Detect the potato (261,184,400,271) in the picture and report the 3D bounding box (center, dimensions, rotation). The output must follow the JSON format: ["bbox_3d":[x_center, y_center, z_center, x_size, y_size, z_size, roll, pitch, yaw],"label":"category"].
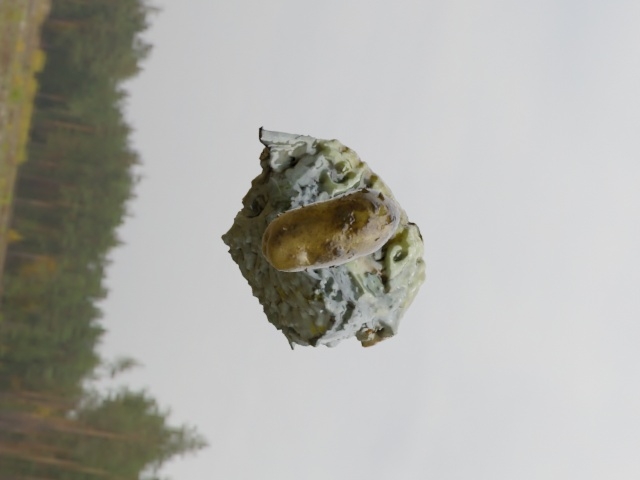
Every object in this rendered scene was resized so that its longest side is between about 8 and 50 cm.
[{"bbox_3d":[0.006,-0.005,0.757,0.051,0.083,0.040,52,19,-84],"label":"potato"}]

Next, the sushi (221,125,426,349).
[{"bbox_3d":[0.000,0.000,1.488,0.274,0.184,0.139,56,-38,2],"label":"sushi"}]
